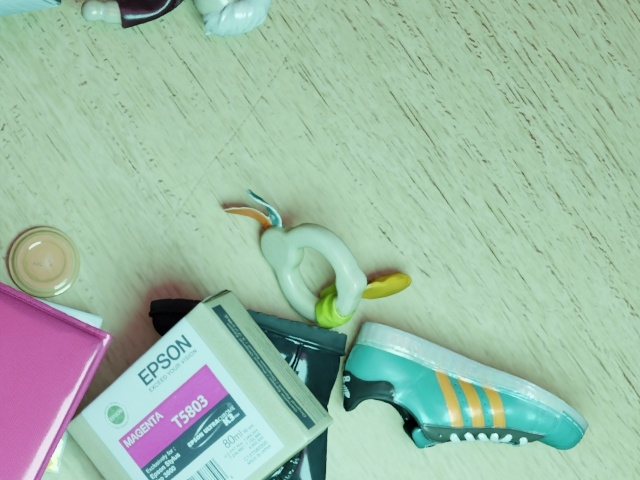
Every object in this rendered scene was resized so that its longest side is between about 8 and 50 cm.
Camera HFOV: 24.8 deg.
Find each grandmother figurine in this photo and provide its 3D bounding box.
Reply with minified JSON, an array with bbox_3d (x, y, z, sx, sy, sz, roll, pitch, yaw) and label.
[{"bbox_3d":[-0.218,-0.346,1.744,0.342,0.104,0.208,28,85,-5],"label":"grandmother figurine"}]

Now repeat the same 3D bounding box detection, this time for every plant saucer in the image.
[{"bbox_3d":[-0.323,0.025,1.703,0.083,0.013,0.083,2,81,-12],"label":"plant saucer"}]

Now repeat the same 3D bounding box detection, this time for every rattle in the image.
[{"bbox_3d":[0.000,0.000,1.758,0.143,0.130,0.199,-35,64,-26],"label":"rattle"}]

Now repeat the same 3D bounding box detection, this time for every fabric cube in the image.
[{"bbox_3d":[-0.387,0.168,1.492,0.254,0.259,0.258,27,77,-7],"label":"fabric cube"}]

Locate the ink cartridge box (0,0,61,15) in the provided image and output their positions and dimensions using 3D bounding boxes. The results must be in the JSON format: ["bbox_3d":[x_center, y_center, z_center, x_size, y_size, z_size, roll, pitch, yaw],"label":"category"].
[{"bbox_3d":[-0.442,-0.398,1.679,0.307,0.072,0.303,-5,81,23],"label":"ink cartridge box"}]

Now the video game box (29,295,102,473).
[{"bbox_3d":[-0.372,0.150,1.655,0.205,0.048,0.187,18,76,-10],"label":"video game box"}]

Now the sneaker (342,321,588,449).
[{"bbox_3d":[0.168,0.207,1.750,0.302,0.108,0.121,22,78,-1],"label":"sneaker"}]

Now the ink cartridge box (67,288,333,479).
[{"bbox_3d":[-0.136,0.203,1.612,0.234,0.088,0.193,-43,83,20],"label":"ink cartridge box"}]

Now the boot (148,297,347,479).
[{"bbox_3d":[-0.096,0.186,1.690,0.246,0.094,0.207,14,77,-13],"label":"boot"}]
